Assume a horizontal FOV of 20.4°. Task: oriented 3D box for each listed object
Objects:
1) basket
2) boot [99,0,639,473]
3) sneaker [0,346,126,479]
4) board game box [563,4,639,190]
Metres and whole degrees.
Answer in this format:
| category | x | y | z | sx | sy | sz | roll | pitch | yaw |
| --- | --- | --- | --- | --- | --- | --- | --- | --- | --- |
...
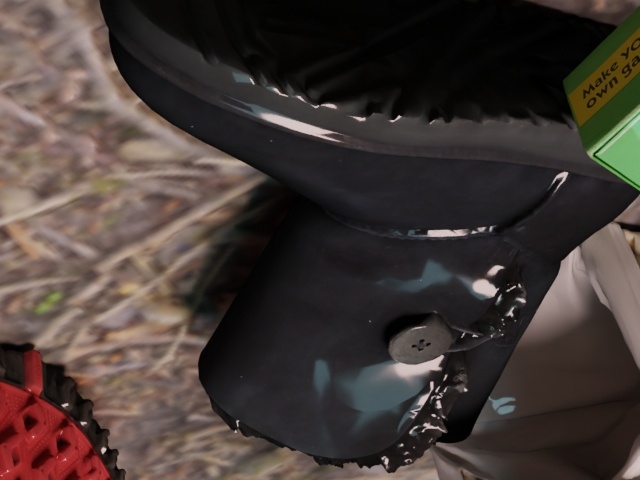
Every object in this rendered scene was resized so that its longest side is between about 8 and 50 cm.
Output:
| category | x | y | z | sx | sy | sz | roll | pitch | yaw |
| --- | --- | --- | --- | --- | --- | --- | --- | --- | --- |
| basket | 0.138 | 0.087 | 0.803 | 0.103 | 0.113 | 0.167 | 5 | 137 | -26 |
| boot | 0.000 | 0.000 | 0.675 | 0.247 | 0.094 | 0.207 | 8 | 132 | -32 |
| sneaker | -0.197 | 0.089 | 0.746 | 0.125 | 0.104 | 0.262 | -23 | 138 | 39 |
| board game box | 0.258 | -0.089 | 0.525 | 0.213 | 0.046 | 0.317 | 32 | 118 | -26 |
